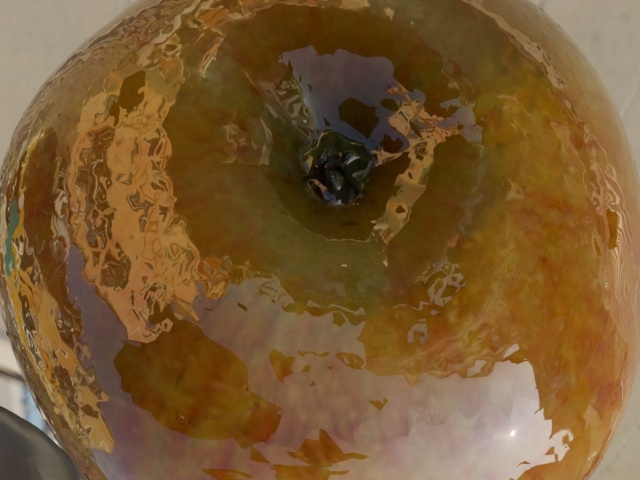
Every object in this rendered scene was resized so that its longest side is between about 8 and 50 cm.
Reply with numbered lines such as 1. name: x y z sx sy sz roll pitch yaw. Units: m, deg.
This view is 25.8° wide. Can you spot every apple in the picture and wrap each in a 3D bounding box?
1. apple: 0.000 0.000 0.838 0.400 0.400 0.333 12 143 12

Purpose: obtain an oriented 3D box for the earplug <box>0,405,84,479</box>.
1. earplug: -0.241 0.179 0.570 0.326 0.214 0.175 -22 131 -7
